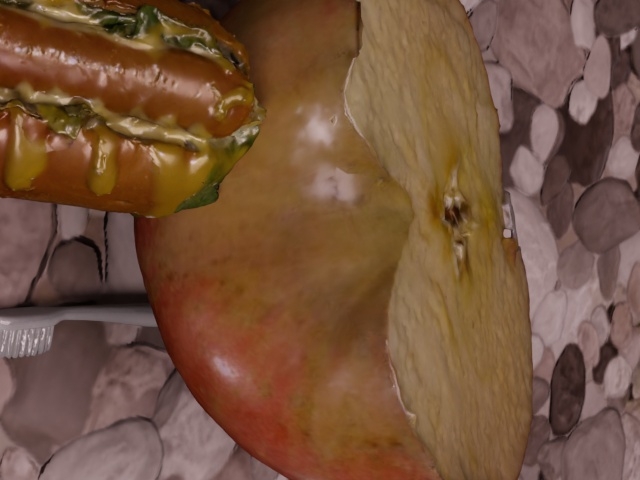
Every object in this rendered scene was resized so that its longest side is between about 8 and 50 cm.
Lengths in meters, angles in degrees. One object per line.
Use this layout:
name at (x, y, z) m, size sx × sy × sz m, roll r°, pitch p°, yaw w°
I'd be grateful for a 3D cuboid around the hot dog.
hot dog at (-0.151, -0.078, 0.663) m, size 0.269 × 0.072 × 0.115 m, roll 7°, pitch 84°, yaw -20°

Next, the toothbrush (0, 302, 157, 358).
toothbrush at (-0.074, 0.042, 0.881) m, size 0.275 × 0.019 × 0.025 m, roll -3°, pitch 109°, yaw -48°

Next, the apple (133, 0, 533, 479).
apple at (0.000, 0.000, 0.835) m, size 0.251 × 0.163 × 0.293 m, roll 1°, pitch 82°, yaw -69°
